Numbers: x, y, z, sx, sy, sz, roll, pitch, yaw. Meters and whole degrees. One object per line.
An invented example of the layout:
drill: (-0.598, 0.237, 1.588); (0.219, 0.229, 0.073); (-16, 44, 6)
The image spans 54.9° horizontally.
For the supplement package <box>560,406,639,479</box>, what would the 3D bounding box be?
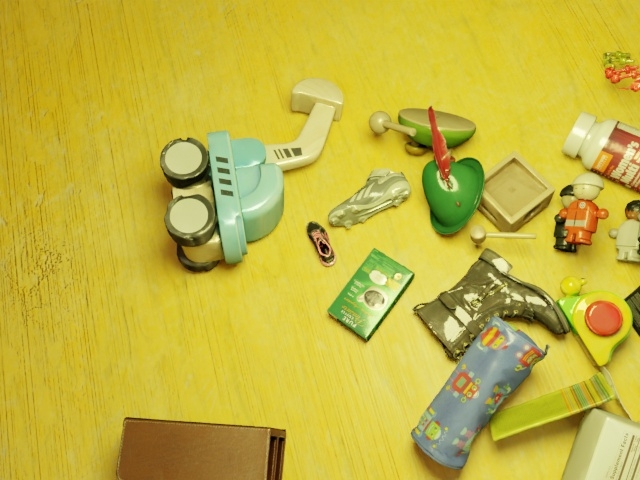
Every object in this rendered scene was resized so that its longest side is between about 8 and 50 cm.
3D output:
supplement package: (0.579, 0.435, 1.067); (0.262, 0.199, 0.198); (19, 87, 16)

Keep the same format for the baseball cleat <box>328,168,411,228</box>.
baseball cleat: (0.108, -0.102, 1.449); (0.206, 0.072, 0.109); (-19, 52, 0)

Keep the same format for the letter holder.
letter holder: (-0.238, 0.476, 1.231); (0.301, 0.152, 0.214); (1, 71, 10)

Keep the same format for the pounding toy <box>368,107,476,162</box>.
pounding toy: (0.241, -0.232, 1.437); (0.236, 0.110, 0.183); (-7, 29, -30)

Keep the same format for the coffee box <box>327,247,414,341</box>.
coffee box: (0.112, 0.119, 1.367); (0.113, 0.040, 0.184); (32, 77, 19)

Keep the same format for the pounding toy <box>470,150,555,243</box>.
pounding toy: (0.407, -0.057, 1.357); (0.206, 0.094, 0.181); (-37, 67, -5)

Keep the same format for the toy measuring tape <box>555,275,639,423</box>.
toy measuring tape: (0.589, 0.211, 1.222); (0.121, 0.121, 0.330); (-27, 76, -2)

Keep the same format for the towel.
towel: (0.438, 0.319, 1.183); (0.237, 0.102, 0.021); (-25, 92, 13)

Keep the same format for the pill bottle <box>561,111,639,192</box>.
pill bottle: (0.657, -0.193, 1.354); (0.221, 0.121, 0.121); (29, 76, 18)

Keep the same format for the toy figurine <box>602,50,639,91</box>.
toy figurine: (0.755, -0.303, 1.381); (0.191, 0.217, 0.362); (-11, 23, 20)

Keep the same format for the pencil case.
pencil case: (0.306, 0.294, 1.196); (0.306, 0.133, 0.119); (-55, 44, 3)

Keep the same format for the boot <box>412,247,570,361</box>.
boot: (0.354, 0.167, 1.296); (0.229, 0.091, 0.263); (-45, 65, -3)

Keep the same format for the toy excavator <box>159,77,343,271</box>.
toy excavator: (-0.139, -0.165, 1.454); (0.445, 0.222, 0.433); (-7, 67, -8)

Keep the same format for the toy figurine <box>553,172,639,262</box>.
toy figurine: (0.592, -0.046, 1.259); (0.209, 0.213, 0.148); (10, 85, 14)

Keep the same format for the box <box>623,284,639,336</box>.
box: (0.709, 0.186, 1.167); (0.103, 0.184, 0.261); (-27, 68, -1)

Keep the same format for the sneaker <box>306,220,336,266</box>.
sneaker: (0.000, 0.000, 1.423); (0.047, 0.057, 0.119); (-29, 66, 0)

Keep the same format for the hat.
hat: (0.233, -0.140, 1.335); (0.183, 0.173, 0.209); (21, 75, -27)
